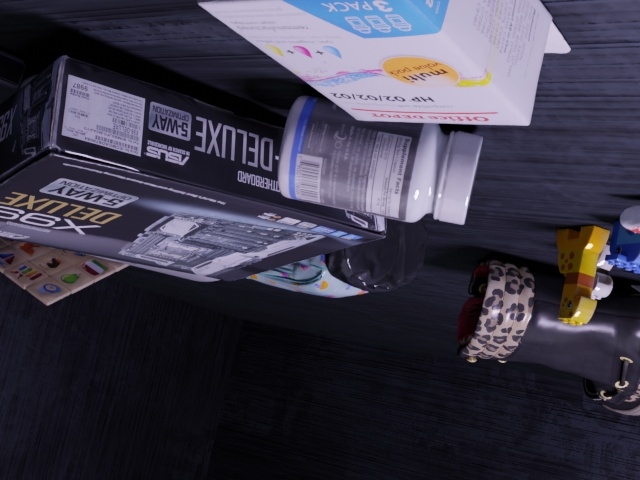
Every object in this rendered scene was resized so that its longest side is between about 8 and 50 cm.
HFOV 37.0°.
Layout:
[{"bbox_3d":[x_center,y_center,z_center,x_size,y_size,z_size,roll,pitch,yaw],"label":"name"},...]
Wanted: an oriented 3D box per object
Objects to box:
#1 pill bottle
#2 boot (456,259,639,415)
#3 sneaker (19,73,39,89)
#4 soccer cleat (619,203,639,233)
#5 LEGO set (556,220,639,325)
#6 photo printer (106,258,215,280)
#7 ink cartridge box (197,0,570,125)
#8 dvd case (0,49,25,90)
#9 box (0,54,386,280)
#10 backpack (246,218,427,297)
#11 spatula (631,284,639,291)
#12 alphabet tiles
[{"bbox_3d":[0.044,-0.056,0.692,0.137,0.078,0.078,12,171,8],"label":"pill bottle"},{"bbox_3d":[0.322,0.128,1.245,0.284,0.138,0.377,12,167,2],"label":"boot"},{"bbox_3d":[-0.224,-0.109,0.841,0.059,0.053,0.144,9,162,-3],"label":"sneaker"},{"bbox_3d":[0.276,-0.021,0.748,0.083,0.029,0.035,4,159,31],"label":"soccer cleat"},{"bbox_3d":[0.276,0.038,0.892,0.087,0.093,0.227,16,171,-19],"label":"LEGO set"},{"bbox_3d":[-0.233,-0.027,1.177,0.307,0.107,0.256,14,171,-5],"label":"photo printer"},{"bbox_3d":[0.041,-0.102,0.460,0.104,0.062,0.181,7,170,34],"label":"ink cartridge box"},{"bbox_3d":[-0.384,-0.170,0.764,0.238,0.030,0.179,22,168,-41],"label":"dvd case"},{"bbox_3d":[-0.136,-0.042,0.818,0.307,0.077,0.242,14,160,-38],"label":"box"},{"bbox_3d":[0.000,0.000,0.993,0.182,0.115,0.152,8,173,43],"label":"backpack"},{"bbox_3d":[0.415,0.069,0.940,0.168,0.019,0.242,11,-175,5],"label":"spatula"},{"bbox_3d":[-0.377,-0.010,1.295,0.237,0.009,0.198,31,-145,21],"label":"alphabet tiles"}]
